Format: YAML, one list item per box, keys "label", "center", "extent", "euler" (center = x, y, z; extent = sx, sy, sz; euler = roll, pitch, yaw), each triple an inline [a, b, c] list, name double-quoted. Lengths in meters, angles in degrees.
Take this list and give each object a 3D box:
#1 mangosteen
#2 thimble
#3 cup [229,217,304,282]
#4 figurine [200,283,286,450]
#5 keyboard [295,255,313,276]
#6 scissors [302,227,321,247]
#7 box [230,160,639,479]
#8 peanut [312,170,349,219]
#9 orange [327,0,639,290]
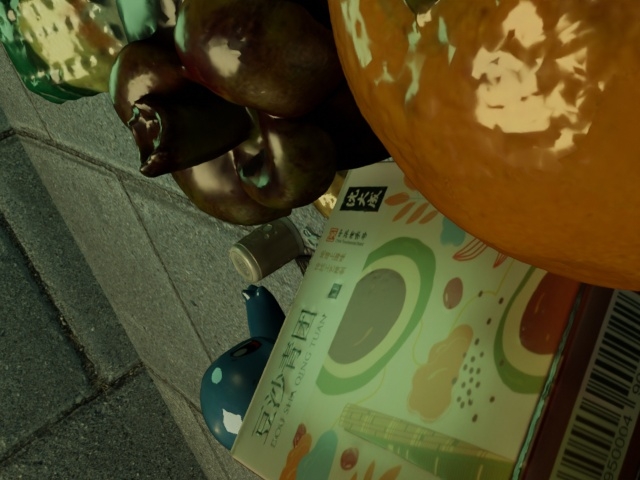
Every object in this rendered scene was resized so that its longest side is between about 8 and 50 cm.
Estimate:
- label: "mangosteen"
  center: [-0.033, -0.168, 0.646]
  extent: [0.306, 0.347, 0.307]
  euler: [21, 156, 10]
- label: "thimble"
  center: [-0.288, -0.300, 1.065]
  extent: [0.288, 0.254, 0.167]
  euler: [19, 139, 52]
- label: "cup"
  center: [-0.096, 0.008, 1.292]
  extent: [0.102, 0.099, 0.074]
  euler: [36, 149, 37]
- label: "figurine"
  center: [0.026, 0.176, 1.102]
  extent: [0.416, 0.243, 0.298]
  euler: [21, -163, -51]
- label: "keyboard"
  center: [0.019, 0.112, 1.322]
  extent: [0.067, 0.011, 0.202]
  euler: [0, 121, 60]
- label: "scissors"
  center: [0.000, 0.000, 1.218]
  extent: [0.083, 0.006, 0.036]
  euler: [16, 137, 55]
- label: "box"
  center: [0.109, 0.104, 0.737]
  extent: [0.122, 0.345, 0.385]
  euler: [28, 170, -29]
- label: "peanut"
  center: [0.056, -0.028, 0.991]
  extent: [0.193, 0.089, 0.089]
  euler: [52, 156, -2]
- label: "orange"
  center: [0.155, -0.129, 0.412]
  extent: [0.312, 0.312, 0.312]
  euler: [42, 153, 28]
